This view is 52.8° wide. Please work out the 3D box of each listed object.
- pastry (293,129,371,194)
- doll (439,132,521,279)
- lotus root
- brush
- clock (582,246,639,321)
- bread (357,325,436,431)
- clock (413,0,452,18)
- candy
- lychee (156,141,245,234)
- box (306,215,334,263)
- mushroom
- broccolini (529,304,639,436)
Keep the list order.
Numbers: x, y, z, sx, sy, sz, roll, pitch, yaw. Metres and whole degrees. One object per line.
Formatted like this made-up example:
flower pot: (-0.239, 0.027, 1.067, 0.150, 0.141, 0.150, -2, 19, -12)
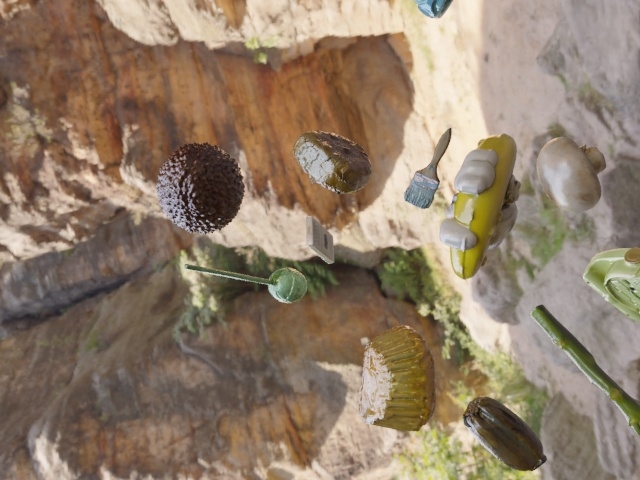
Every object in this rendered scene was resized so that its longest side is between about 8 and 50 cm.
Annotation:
pastry: (0.034, -0.204, 1.662, 0.100, 0.219, 0.229, -53, 37, 29)
doll: (0.257, -0.050, 1.037, 0.252, 0.111, 0.237, -42, -42, -55)
lotus root: (0.488, 0.515, 1.720, 0.241, 0.124, 0.123, 42, -178, 3)
brush: (0.256, -0.168, 1.477, 0.196, 0.070, 0.021, -66, -14, 13)
clock: (0.889, 0.118, 1.753, 0.235, 0.096, 0.308, 39, 164, -4)
bread: (0.167, 0.307, 1.441, 0.240, 0.139, 0.239, -177, 90, -74)
clock: (0.305, -0.656, 1.564, 0.223, 0.094, 0.274, -60, -6, 26)
candy: (-0.230, 0.119, 2.031, 0.119, 0.440, 0.119, -20, 64, 49)
lychee: (-0.326, -0.146, 1.730, 0.271, 0.272, 0.271, 167, 90, -90)
box: (0.000, 0.000, 1.878, 0.167, 0.024, 0.090, 42, -138, -59)
mushroom: (0.718, -0.189, 1.827, 0.226, 0.178, 0.226, -21, -90, -85)
broccolini: (0.511, 0.247, 1.077, 0.392, 0.079, 0.074, 48, -168, 13)
